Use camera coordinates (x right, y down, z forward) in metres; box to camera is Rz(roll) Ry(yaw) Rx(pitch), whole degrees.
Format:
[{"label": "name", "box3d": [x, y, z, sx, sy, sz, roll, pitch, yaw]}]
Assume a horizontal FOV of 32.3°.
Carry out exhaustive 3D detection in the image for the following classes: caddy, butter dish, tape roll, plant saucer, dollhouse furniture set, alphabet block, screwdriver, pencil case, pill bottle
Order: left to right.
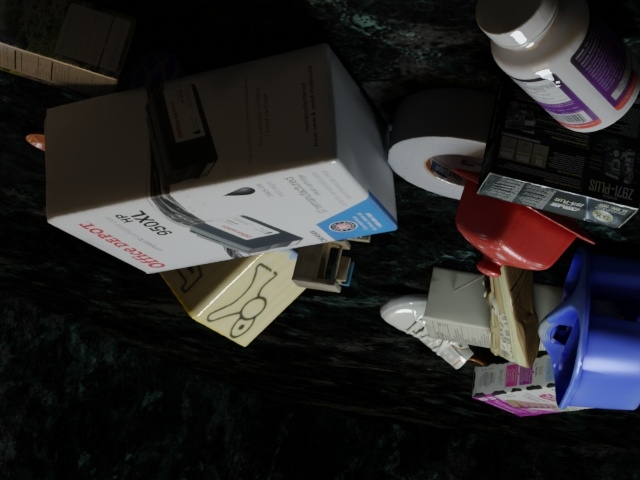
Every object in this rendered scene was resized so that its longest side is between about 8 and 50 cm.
[{"label": "plant saucer", "box3d": [-0.476, -0.174, 1.946, 0.083, 0.013, 0.083, 12, 163, 4]}, {"label": "pencil case", "box3d": [-0.220, -0.190, 1.567, 0.086, 0.088, 0.206, 13, 162, 9]}, {"label": "alphabet block", "box3d": [-0.153, 0.035, 1.931, 0.193, 0.197, 0.192, 50, -175, 36]}, {"label": "dollhouse furniture set", "box3d": [0.000, 0.000, 1.840, 0.129, 0.184, 0.129, 7, 162, 20]}, {"label": "tape roll", "box3d": [0.202, -0.123, 1.484, 0.219, 0.072, 0.219, 12, 163, 4]}, {"label": "screwdriver", "box3d": [0.298, 0.063, 2.044, 0.024, 0.025, 0.170, -28, -179, -40]}, {"label": "butter dish", "box3d": [0.243, -0.008, 1.440, 0.160, 0.118, 0.160, 24, -173, -33]}, {"label": "pill bottle", "box3d": [0.243, -0.199, 1.142, 0.108, 0.108, 0.193, -2, 157, 41]}, {"label": "caddy", "box3d": [0.461, 0.154, 1.876, 0.179, 0.241, 0.341, 5, 155, 6]}]

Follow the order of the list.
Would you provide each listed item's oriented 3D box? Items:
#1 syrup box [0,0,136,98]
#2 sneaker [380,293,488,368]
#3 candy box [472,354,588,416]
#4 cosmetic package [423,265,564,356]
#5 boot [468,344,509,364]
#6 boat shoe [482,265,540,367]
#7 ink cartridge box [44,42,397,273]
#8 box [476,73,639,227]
[{"label": "syrup box", "box3d": [-0.365, -0.266, 1.424, 0.236, 0.093, 0.096, 16, 163, -10]}, {"label": "sneaker", "box3d": [0.262, 0.199, 2.353, 0.290, 0.123, 0.106, 16, 140, -21]}, {"label": "candy box", "box3d": [0.441, 0.290, 2.200, 0.159, 0.071, 0.233, 25, 152, -34]}, {"label": "cosmetic package", "box3d": [0.366, 0.147, 2.156, 0.309, 0.113, 0.160, 10, 163, 13]}, {"label": "boot", "box3d": [0.497, 0.248, 2.346, 0.348, 0.131, 0.260, 7, 162, 20]}, {"label": "boat shoe", "box3d": [0.326, 0.116, 1.968, 0.089, 0.104, 0.285, 9, 133, 30]}, {"label": "ink cartridge box", "box3d": [-0.126, -0.093, 1.475, 0.394, 0.166, 0.285, -10, 160, 17]}, {"label": "box", "box3d": [0.292, -0.112, 1.317, 0.180, 0.147, 0.077, 13, 163, 0]}]
